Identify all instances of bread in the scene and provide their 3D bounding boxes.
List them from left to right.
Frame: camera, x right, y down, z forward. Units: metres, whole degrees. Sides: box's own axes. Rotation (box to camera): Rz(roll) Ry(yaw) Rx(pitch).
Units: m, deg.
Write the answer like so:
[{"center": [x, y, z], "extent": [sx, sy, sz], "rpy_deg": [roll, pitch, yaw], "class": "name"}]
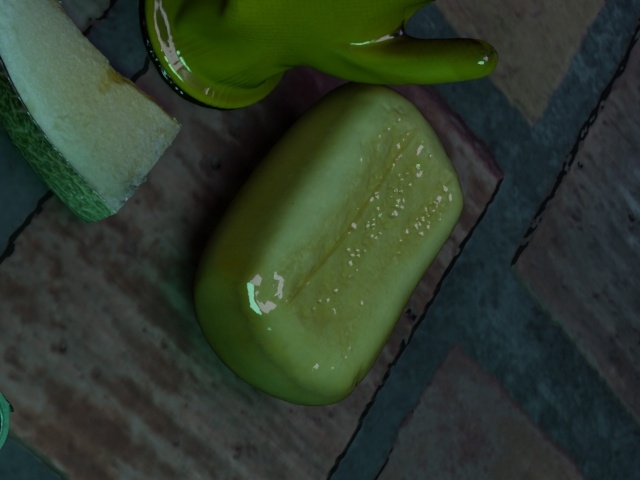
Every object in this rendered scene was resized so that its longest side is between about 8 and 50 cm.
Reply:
[{"center": [0.000, 0.000, 0.975], "extent": [0.217, 0.098, 0.147], "rpy_deg": [-53, 125, -30], "class": "bread"}]

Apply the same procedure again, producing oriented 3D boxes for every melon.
[{"center": [-0.165, -0.102, 0.881], "extent": [0.182, 0.054, 0.098], "rpy_deg": [48, 55, -25], "class": "melon"}]

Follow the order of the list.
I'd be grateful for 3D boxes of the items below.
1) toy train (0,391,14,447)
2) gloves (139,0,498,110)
[{"center": [-0.254, 0.088, 0.763], "extent": [0.132, 0.083, 0.200], "rpy_deg": [-55, 127, -28], "class": "toy train"}, {"center": [0.020, -0.154, 0.876], "extent": [0.133, 0.294, 0.116], "rpy_deg": [6, 82, -39], "class": "gloves"}]
